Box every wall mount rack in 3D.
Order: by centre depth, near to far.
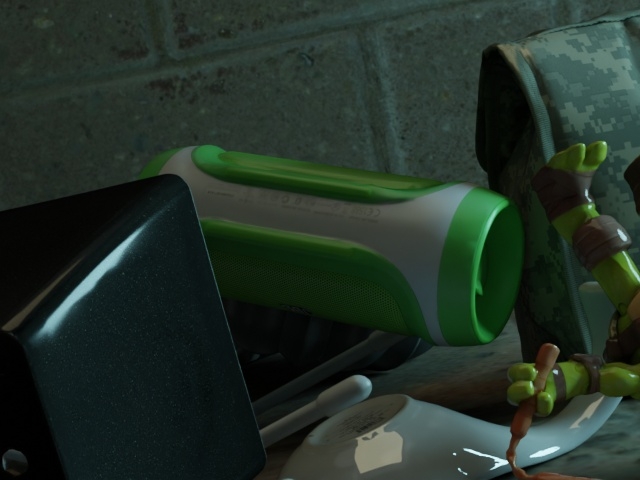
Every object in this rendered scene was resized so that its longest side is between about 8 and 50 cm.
[{"bbox_3d":[-0.101,0.113,0.893,0.304,0.130,0.350,10,10,11],"label":"wall mount rack"}]

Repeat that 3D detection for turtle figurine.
[{"bbox_3d":[0.222,0.043,0.699,0.269,0.217,0.087,-12,-26,-3],"label":"turtle figurine"}]

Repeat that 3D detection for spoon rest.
[{"bbox_3d":[0.093,0.120,0.738,0.276,0.084,0.137,-27,8,-18],"label":"spoon rest"}]

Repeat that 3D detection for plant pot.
[{"bbox_3d":[-0.160,0.087,0.620,0.188,0.187,0.167,-11,12,17],"label":"plant pot"}]

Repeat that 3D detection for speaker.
[{"bbox_3d":[0.000,0.000,0.901,0.296,0.131,0.131,10,14,28],"label":"speaker"}]

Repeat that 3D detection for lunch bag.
[{"bbox_3d":[0.260,-0.043,0.908,0.235,0.287,0.169,-13,5,-10],"label":"lunch bag"}]

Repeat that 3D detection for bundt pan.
[{"bbox_3d":[-0.013,0.031,1.168,0.331,0.124,0.331,13,16,-4],"label":"bundt pan"}]

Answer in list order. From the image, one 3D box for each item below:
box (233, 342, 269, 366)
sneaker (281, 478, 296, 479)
[{"bbox_3d":[-0.181,0.077,1.244,0.169,0.087,0.290,38,33,29],"label":"box"},{"bbox_3d":[0.018,0.146,0.429,0.104,0.095,0.236,-3,5,8],"label":"sneaker"}]
